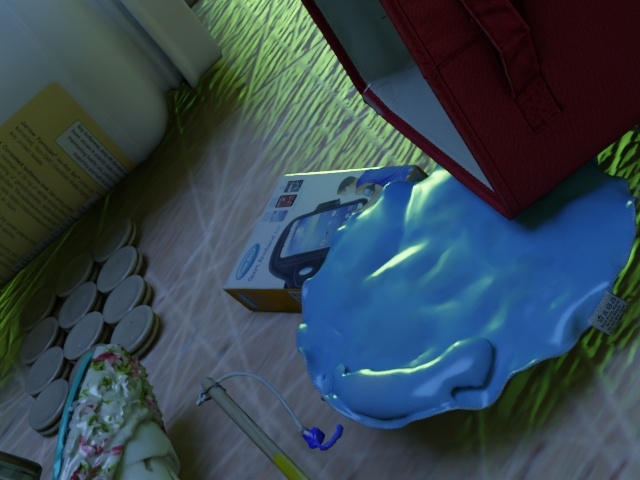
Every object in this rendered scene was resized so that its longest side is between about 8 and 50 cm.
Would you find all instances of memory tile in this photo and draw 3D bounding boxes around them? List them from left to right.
[{"bbox_3d":[-0.153,0.054,1.045,0.113,0.012,0.148,-42,32,13],"label":"memory tile"}]

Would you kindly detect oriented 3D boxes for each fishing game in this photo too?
[{"bbox_3d":[0.072,0.019,0.763,0.264,0.041,0.189,-45,33,-11],"label":"fishing game"}]

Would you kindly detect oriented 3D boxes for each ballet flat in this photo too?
[{"bbox_3d":[-0.106,0.162,0.819,0.077,0.091,0.241,1,55,15],"label":"ballet flat"}]

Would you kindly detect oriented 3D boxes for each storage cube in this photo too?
[{"bbox_3d":[0.090,-0.159,0.771,0.193,0.184,0.215,-37,30,-4],"label":"storage cube"}]

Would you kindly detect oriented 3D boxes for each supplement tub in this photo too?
[{"bbox_3d":[-0.257,-0.092,1.097,0.331,0.241,0.241,-42,31,-2],"label":"supplement tub"}]

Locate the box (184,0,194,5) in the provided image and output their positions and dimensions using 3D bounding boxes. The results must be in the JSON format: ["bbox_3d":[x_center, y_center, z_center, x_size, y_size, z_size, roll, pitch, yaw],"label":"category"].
[{"bbox_3d":[-0.260,-0.204,1.266,0.243,0.213,0.117,-40,32,16],"label":"box"}]

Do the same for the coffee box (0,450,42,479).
[{"bbox_3d":[-0.220,0.143,0.797,0.246,0.141,0.098,143,143,-80],"label":"coffee box"}]

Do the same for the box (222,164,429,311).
[{"bbox_3d":[0.000,0.000,0.893,0.136,0.028,0.081,-1,56,50],"label":"box"}]
